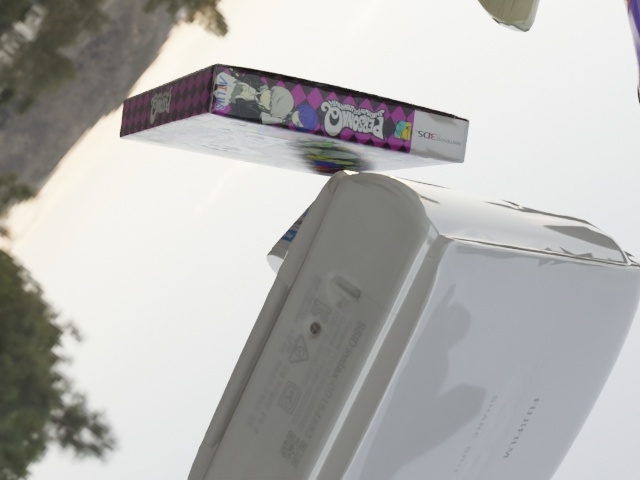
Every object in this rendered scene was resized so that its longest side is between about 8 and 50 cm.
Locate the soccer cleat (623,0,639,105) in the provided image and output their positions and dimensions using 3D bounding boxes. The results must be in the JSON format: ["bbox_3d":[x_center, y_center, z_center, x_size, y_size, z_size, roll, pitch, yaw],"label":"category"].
[{"bbox_3d":[0.473,-0.229,1.536,0.109,0.318,0.116,-16,-152,13],"label":"soccer cleat"}]

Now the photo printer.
[{"bbox_3d":[0.080,0.093,0.739,0.107,0.307,0.256,35,-74,35],"label":"photo printer"}]

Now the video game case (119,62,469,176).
[{"bbox_3d":[-0.030,-0.090,0.932,0.232,0.210,0.042,0,-97,64],"label":"video game case"}]

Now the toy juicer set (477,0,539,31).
[{"bbox_3d":[0.037,-0.234,0.505,0.329,0.089,0.209,39,-77,38],"label":"toy juicer set"}]

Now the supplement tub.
[{"bbox_3d":[0.000,0.000,1.254,0.107,0.071,0.071,-48,-163,-20],"label":"supplement tub"}]
